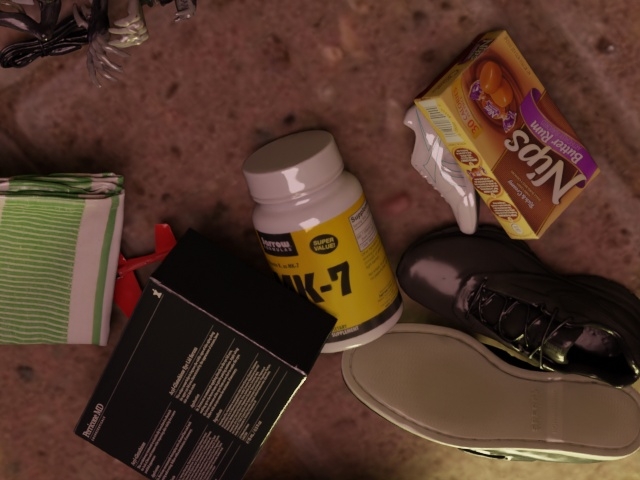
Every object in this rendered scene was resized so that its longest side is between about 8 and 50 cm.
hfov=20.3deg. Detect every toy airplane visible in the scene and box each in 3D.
[{"bbox_3d":[-0.199,0.028,1.896,0.151,0.028,0.151,0,116,0],"label":"toy airplane"}]

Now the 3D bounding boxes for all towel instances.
[{"bbox_3d":[-0.368,0.028,1.809,0.325,0.038,0.248,-1,136,-13],"label":"towel"}]

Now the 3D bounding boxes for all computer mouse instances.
[{"bbox_3d":[-0.291,-0.267,1.758,0.106,0.042,0.193,-12,113,7],"label":"computer mouse"}]

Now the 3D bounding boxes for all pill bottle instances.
[{"bbox_3d":[0.000,0.000,1.834,0.119,0.119,0.208,-18,112,8],"label":"pill bottle"}]

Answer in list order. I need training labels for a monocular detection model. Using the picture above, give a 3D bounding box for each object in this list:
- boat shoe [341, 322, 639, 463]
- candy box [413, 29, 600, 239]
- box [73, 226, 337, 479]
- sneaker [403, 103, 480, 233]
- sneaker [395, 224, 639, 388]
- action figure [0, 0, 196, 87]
[{"bbox_3d":[0.175,0.173,1.917,0.340,0.113,0.127,8,72,-13],"label":"boat shoe"},{"bbox_3d":[0.189,-0.104,1.795,0.109,0.053,0.186,-45,110,-22],"label":"candy box"},{"bbox_3d":[-0.123,0.142,1.846,0.184,0.103,0.261,30,131,0],"label":"box"},{"bbox_3d":[0.128,-0.077,1.839,0.061,0.053,0.152,-13,106,12],"label":"sneaker"},{"bbox_3d":[0.217,0.072,1.859,0.286,0.130,0.109,17,115,-6],"label":"sneaker"},{"bbox_3d":[-0.207,-0.225,1.691,0.276,0.164,0.141,-11,74,-14],"label":"action figure"}]
